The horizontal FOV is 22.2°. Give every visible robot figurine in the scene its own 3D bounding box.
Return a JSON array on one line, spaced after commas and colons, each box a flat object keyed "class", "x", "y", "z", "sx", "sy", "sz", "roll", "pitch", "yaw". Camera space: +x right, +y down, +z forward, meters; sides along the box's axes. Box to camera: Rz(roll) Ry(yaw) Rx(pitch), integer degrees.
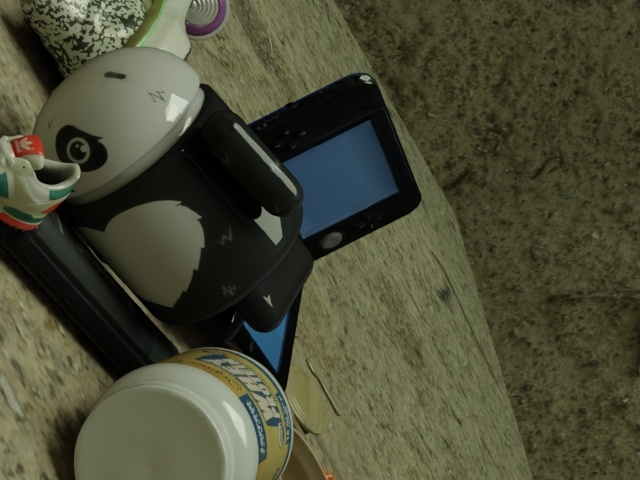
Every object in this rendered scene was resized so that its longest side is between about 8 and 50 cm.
[{"class": "robot figurine", "x": -0.128, "y": -0.037, "z": 1.422, "sx": 0.278, "sy": 0.209, "sz": 0.173, "roll": 51, "pitch": 9, "yaw": -24}]

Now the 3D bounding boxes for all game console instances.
[{"class": "game console", "x": 0.000, "y": 0.000, "z": 1.746, "sx": 0.173, "sy": 0.250, "sz": 0.293, "roll": 64, "pitch": 1, "yaw": 29}]

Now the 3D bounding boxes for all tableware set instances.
[{"class": "tableware set", "x": -0.055, "y": 0.144, "z": 1.900, "sx": 0.194, "sy": 0.039, "sz": 0.128, "roll": 61, "pitch": 23, "yaw": 1}]

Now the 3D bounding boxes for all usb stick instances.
[{"class": "usb stick", "x": -0.196, "y": 0.049, "z": 1.411, "sx": 0.278, "sy": 0.045, "sz": 0.077, "roll": 55, "pitch": 15, "yaw": -45}]

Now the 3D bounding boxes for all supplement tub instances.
[{"class": "supplement tub", "x": -0.109, "y": 0.166, "z": 1.326, "sx": 0.200, "sy": 0.144, "sz": 0.144, "roll": -11, "pitch": 78, "yaw": -79}]

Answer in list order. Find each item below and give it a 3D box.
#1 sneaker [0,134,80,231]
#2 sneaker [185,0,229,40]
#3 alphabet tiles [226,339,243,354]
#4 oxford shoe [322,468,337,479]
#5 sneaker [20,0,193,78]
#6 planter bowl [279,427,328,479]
[{"class": "sneaker", "x": -0.252, "y": -0.064, "z": 1.232, "sx": 0.161, "sy": 0.075, "sz": 0.057, "roll": 28, "pitch": 36, "yaw": -44}, {"class": "sneaker", "x": -0.231, "y": -0.382, "z": 2.031, "sx": 0.305, "sy": 0.114, "sz": 0.152, "roll": 61, "pitch": -11, "yaw": -15}, {"class": "alphabet tiles", "x": -0.120, "y": 0.024, "z": 1.822, "sx": 0.198, "sy": 0.009, "sz": 0.237, "roll": 46, "pitch": 22, "yaw": -36}, {"class": "oxford shoe", "x": 0.015, "y": 0.390, "z": 1.620, "sx": 0.132, "sy": 0.130, "sz": 0.363, "roll": 105, "pitch": -32, "yaw": -50}, {"class": "sneaker", "x": -0.230, "y": -0.282, "z": 1.700, "sx": 0.182, "sy": 0.158, "sz": 0.410, "roll": 49, "pitch": 15, "yaw": -27}, {"class": "planter bowl", "x": -0.053, "y": 0.262, "z": 1.488, "sx": 0.162, "sy": 0.109, "sz": 0.162, "roll": -24, "pitch": 90, "yaw": -79}]
